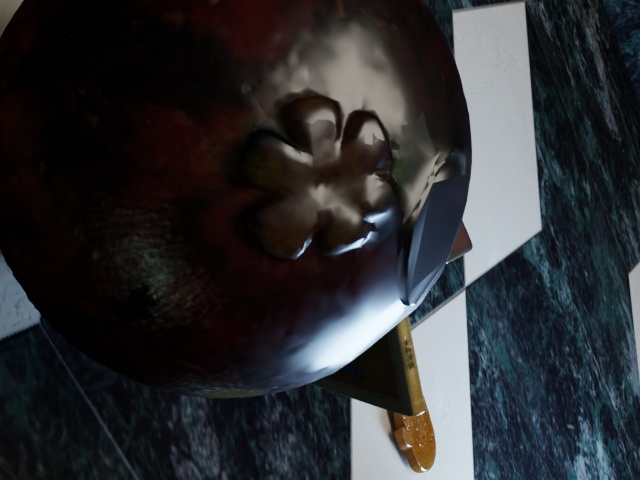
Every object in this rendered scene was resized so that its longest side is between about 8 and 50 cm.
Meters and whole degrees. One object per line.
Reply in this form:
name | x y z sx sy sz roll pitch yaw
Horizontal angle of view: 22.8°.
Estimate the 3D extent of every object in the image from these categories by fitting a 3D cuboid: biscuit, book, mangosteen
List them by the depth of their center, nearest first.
mangosteen | -0.056 -0.056 0.932 0.311 0.311 0.311 45 39 -52
book | -0.001 0.000 1.154 0.018 0.170 0.242 -22 109 -31
biscuit | 0.083 0.171 1.462 0.078 0.015 0.091 -30 105 -65

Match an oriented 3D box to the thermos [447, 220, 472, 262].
thermos | -0.001 -0.086 1.269 0.176 0.146 0.265 -24 93 -41
